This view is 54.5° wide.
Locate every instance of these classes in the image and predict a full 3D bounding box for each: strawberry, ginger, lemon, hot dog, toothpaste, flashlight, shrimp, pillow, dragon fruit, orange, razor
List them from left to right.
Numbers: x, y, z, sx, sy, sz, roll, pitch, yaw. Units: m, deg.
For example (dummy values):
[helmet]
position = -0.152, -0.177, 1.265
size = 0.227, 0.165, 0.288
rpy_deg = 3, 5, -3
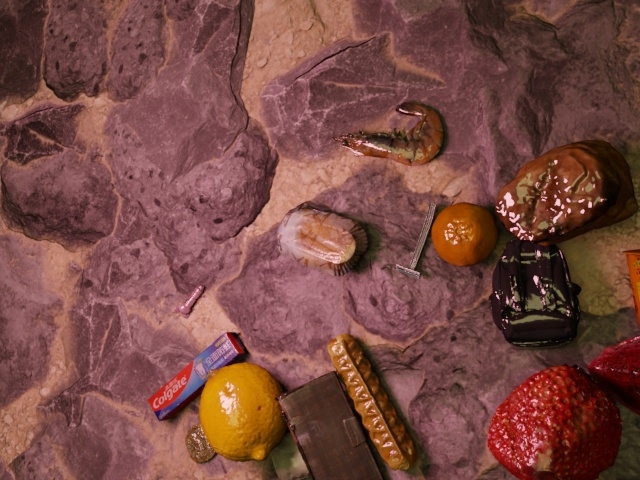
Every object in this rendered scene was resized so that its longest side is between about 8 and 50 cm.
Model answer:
[flashlight]
position = -0.378, 0.174, 1.812
size = 0.110, 0.052, 0.031
rpy_deg = -53, 32, 1
[toothpaste]
position = -0.346, 0.384, 1.752
size = 0.320, 0.066, 0.076
rpy_deg = -42, 70, 11
[lemon]
position = -0.196, 0.445, 1.592
size = 0.228, 0.228, 0.253
rpy_deg = -26, 67, 17
[pillow]
position = -0.023, 0.542, 1.608
size = 0.229, 0.051, 0.128
rpy_deg = -24, 77, 15
[hot dog]
position = 0.000, 0.000, 1.659
size = 0.270, 0.082, 0.162
rpy_deg = 20, 82, 31
[shrimp]
position = 0.179, -0.291, 1.642
size = 0.296, 0.058, 0.169
rpy_deg = 13, 81, 19
[razor]
position = 0.256, -0.003, 1.577
size = 0.068, 0.037, 0.191
rpy_deg = 20, 88, 27
[orange]
position = 0.343, -0.016, 1.491
size = 0.159, 0.136, 0.159
rpy_deg = -3, 84, 24
[strawberry]
position = 0.491, 0.405, 1.294
size = 0.238, 0.288, 0.250
rpy_deg = 33, 116, 13
[ginger]
position = 0.549, -0.106, 1.384
size = 0.269, 0.223, 0.200
rpy_deg = -30, 70, 37
[dragon fruit]
position = 0.724, 0.305, 1.294
size = 0.134, 0.262, 0.211
rpy_deg = -33, 99, -20

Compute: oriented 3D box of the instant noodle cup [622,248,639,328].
[instant noodle cup]
position = 0.745, 0.101, 1.284
size = 0.216, 0.216, 0.172
rpy_deg = -2, 91, 22

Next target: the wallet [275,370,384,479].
[wallet]
position = 0.027, 0.497, 1.536
size = 0.169, 0.044, 0.317
rpy_deg = -25, 88, -7

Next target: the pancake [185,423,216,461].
[pancake]
position = -0.335, 0.568, 1.748
size = 0.108, 0.017, 0.108
rpy_deg = -4, 78, 20

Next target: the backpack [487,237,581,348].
[backpack]
position = 0.488, 0.114, 1.427
size = 0.206, 0.133, 0.258
rpy_deg = -7, 73, 18

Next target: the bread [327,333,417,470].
[bread]
position = 0.126, 0.400, 1.553
size = 0.367, 0.084, 0.077
rpy_deg = 61, 145, 16
